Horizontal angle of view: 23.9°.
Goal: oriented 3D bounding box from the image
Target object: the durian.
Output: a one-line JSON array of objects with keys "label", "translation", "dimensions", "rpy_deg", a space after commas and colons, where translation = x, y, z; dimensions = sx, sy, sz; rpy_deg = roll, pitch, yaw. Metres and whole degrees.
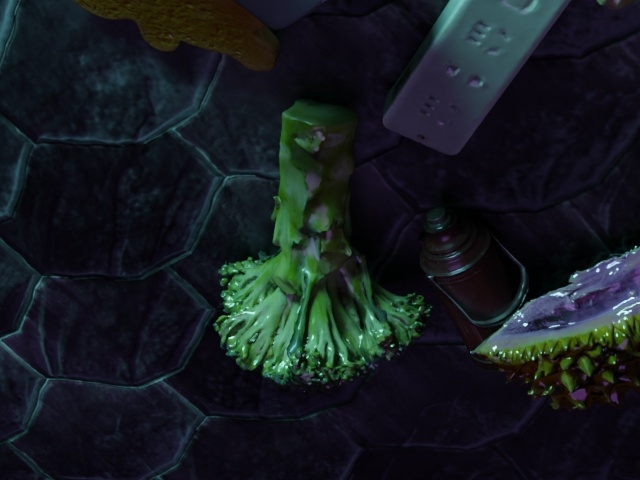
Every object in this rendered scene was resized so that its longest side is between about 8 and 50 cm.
[{"label": "durian", "translation": [0.364, 0.110, 1.759], "dimensions": [0.341, 0.112, 0.191], "rpy_deg": [-30, 126, 9]}]

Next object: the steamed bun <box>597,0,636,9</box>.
[{"label": "steamed bun", "translation": [0.308, -0.285, 1.390], "dimensions": [0.177, 0.106, 0.192], "rpy_deg": [-1, 140, 17]}]

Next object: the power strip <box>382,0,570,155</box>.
[{"label": "power strip", "translation": [0.170, -0.214, 1.563], "dimensions": [0.098, 0.058, 0.338], "rpy_deg": [24, 135, -10]}]

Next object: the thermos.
[{"label": "thermos", "translation": [0.178, 0.047, 1.804], "dimensions": [0.124, 0.099, 0.232], "rpy_deg": [24, 153, 51]}]

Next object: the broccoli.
[{"label": "broccoli", "translation": [0.012, 0.013, 1.750], "dimensions": [0.252, 0.221, 0.361], "rpy_deg": [47, 142, 23]}]

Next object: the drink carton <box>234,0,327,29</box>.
[{"label": "drink carton", "translation": [-0.073, -0.309, 1.447], "dimensions": [0.185, 0.191, 0.189], "rpy_deg": [-28, 129, 33]}]

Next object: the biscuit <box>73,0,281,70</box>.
[{"label": "biscuit", "translation": [-0.157, -0.254, 1.610], "dimensions": [0.240, 0.035, 0.158], "rpy_deg": [16, 151, 8]}]
